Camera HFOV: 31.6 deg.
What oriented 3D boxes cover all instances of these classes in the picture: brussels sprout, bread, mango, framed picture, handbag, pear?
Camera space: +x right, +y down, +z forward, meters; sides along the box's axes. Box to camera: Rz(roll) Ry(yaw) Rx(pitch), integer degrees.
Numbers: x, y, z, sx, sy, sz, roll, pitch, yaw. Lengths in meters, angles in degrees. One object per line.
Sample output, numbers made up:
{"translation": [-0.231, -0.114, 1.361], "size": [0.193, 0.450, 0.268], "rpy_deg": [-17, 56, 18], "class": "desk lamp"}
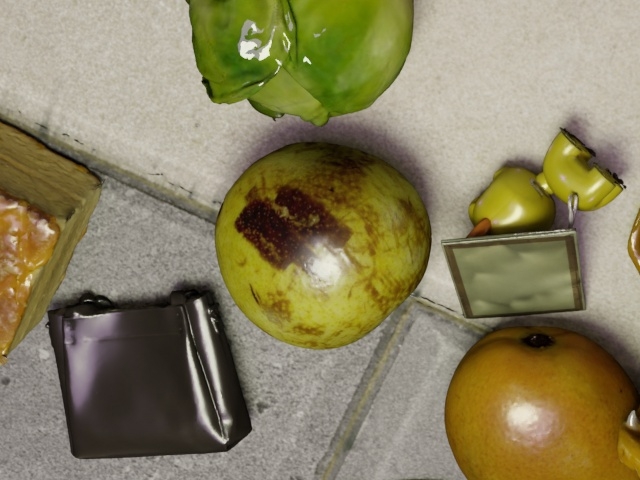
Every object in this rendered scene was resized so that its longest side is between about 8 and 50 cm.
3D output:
{"translation": [-0.021, -0.268, 1.372], "size": [0.259, 0.227, 0.294], "rpy_deg": [35, 87, -31], "class": "brussels sprout"}
{"translation": [-0.491, -0.015, 1.582], "size": [0.279, 0.207, 0.279], "rpy_deg": [26, 116, -1], "class": "bread"}
{"translation": [0.321, 0.282, 1.549], "size": [0.264, 0.221, 0.378], "rpy_deg": [-21, 117, 12], "class": "mango"}
{"translation": [0.260, 0.048, 1.494], "size": [0.173, 0.010, 0.231], "rpy_deg": [-5, 150, 12], "class": "framed picture"}
{"translation": [-0.257, 0.197, 1.677], "size": [0.285, 0.113, 0.257], "rpy_deg": [-6, 105, 20], "class": "handbag"}
{"translation": [0.000, 0.000, 1.467], "size": [0.284, 0.283, 0.283], "rpy_deg": [4, 113, 9], "class": "pear"}

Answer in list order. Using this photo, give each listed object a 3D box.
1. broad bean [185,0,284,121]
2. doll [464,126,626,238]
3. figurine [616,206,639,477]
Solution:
{"translation": [-0.119, -0.268, 1.495], "size": [0.053, 0.052, 0.256], "rpy_deg": [-34, 103, -21], "class": "broad bean"}
{"translation": [0.275, -0.041, 1.475], "size": [0.221, 0.143, 0.135], "rpy_deg": [-42, 69, 17], "class": "doll"}
{"translation": [0.568, 0.141, 1.403], "size": [0.401, 0.268, 0.387], "rpy_deg": [19, 105, -2], "class": "figurine"}
